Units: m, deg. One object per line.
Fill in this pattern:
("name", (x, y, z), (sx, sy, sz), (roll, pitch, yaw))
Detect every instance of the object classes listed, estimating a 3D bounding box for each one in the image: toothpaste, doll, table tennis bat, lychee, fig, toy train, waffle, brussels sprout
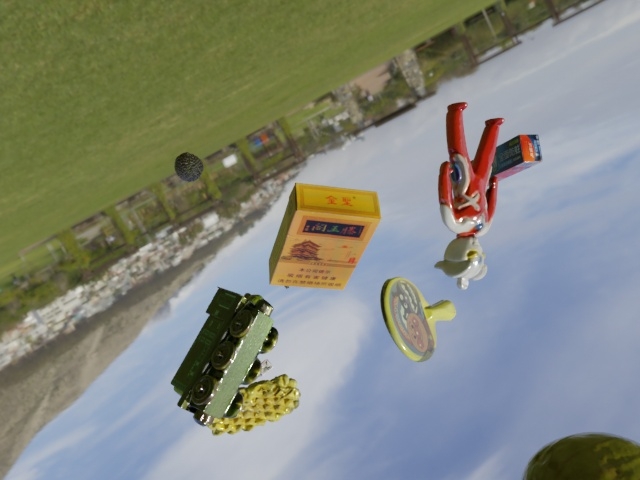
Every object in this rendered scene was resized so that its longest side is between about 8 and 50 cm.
("toothpaste", (0.490, -0.210, 1.834), (0.066, 0.077, 0.320), (-4, 171, -21))
("doll", (0.312, -0.088, 1.393), (0.188, 0.384, 0.099), (8, 177, -37))
("table tennis bat", (0.265, 0.198, 1.721), (0.054, 0.224, 0.368), (-27, 164, 31))
("lychee", (-0.303, -0.170, 1.520), (0.067, 0.068, 0.083), (-4, -132, -10))
("fig", (0.613, 0.576, 1.429), (0.343, 0.344, 0.343), (-27, -171, 5))
("toy train", (-0.164, 0.193, 1.104), (0.137, 0.090, 0.226), (13, -112, 47))
("waffle", (-0.178, 0.428, 1.694), (0.261, 0.056, 0.250), (-14, 147, -15))
("brussels sprout", (-0.168, 0.152, 1.645), (0.083, 0.050, 0.046), (-36, -148, 63))

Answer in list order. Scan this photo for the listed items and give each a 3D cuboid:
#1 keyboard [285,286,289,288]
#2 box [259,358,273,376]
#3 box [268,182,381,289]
("keyboard", (-0.104, 0.095, 1.942), (0.049, 0.015, 0.129), (-59, -155, 11))
("box", (-0.187, 0.416, 2.139), (0.050, 0.036, 0.117), (-36, 176, -19))
("box", (0.000, 0.000, 1.373), (0.174, 0.076, 0.274), (4, 144, -15))
